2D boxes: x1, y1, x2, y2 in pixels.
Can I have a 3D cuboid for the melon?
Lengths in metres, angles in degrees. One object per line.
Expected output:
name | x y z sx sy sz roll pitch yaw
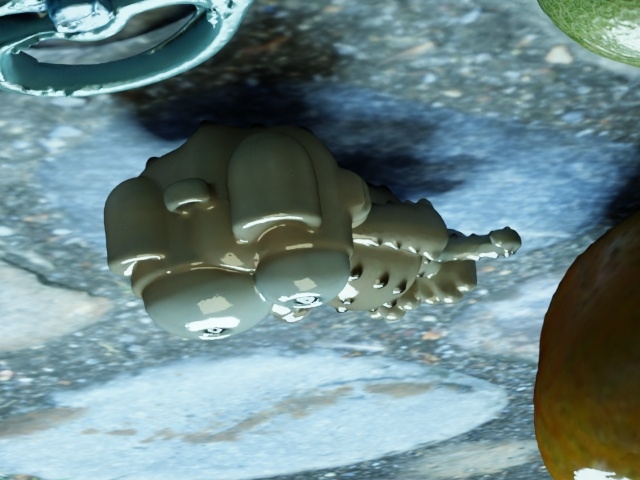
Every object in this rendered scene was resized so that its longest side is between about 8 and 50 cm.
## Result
melon | 0.175 -0.117 0.869 0.128 0.079 0.160 -22 154 35

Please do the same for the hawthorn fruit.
hawthorn fruit | 0.293 0.074 1.156 0.277 0.277 0.298 11 123 -38

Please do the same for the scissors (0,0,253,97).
scissors | -0.014 -0.145 0.798 0.393 0.032 0.180 -15 157 15

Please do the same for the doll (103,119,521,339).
doll | -0.001 0.001 1.049 0.154 0.119 0.278 -22 159 38
